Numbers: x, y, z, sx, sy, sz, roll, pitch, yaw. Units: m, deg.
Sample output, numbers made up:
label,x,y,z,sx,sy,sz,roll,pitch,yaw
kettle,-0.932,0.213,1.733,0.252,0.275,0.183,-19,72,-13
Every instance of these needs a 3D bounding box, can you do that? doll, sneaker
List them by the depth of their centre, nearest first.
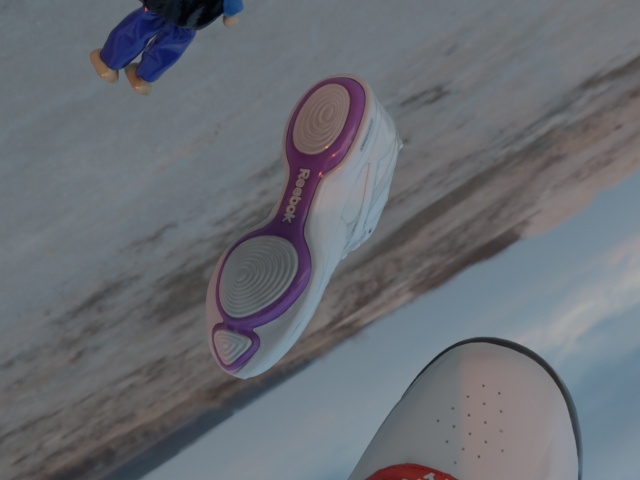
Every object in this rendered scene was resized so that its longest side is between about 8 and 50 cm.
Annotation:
label,x,y,z,sx,sy,sz,roll,pitch,yaw
sneaker,0.014,0.145,0.308,0.270,0.090,0.145,-63,159,-10
doll,-0.133,-0.213,0.857,0.129,0.046,0.189,18,131,-40
sneaker,0.000,0.000,0.930,0.152,0.114,0.305,33,83,-56
